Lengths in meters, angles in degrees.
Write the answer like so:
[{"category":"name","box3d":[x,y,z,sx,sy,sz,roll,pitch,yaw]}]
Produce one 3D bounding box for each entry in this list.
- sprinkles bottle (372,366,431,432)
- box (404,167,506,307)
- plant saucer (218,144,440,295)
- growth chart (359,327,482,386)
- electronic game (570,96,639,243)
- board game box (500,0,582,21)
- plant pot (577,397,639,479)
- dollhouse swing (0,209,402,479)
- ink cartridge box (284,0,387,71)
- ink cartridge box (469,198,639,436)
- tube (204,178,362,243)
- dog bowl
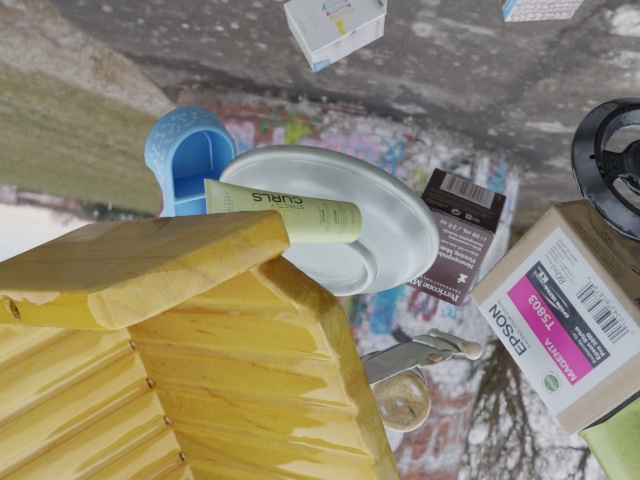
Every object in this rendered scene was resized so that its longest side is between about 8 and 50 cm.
[{"category":"sprinkles bottle","box3d":[0.172,0.327,1.654,0.121,0.121,0.355,11,176,7]},{"category":"box","box3d":[0.267,-0.008,1.611,0.168,0.203,0.167,22,-143,8]},{"category":"plant saucer","box3d":[0.000,0.000,1.318,0.400,0.101,0.400,13,149,8]},{"category":"growth chart","box3d":[0.027,0.134,0.732,0.237,0.021,0.172,-23,180,0]},{"category":"electronic game","box3d":[0.453,-0.097,1.057,0.229,0.229,0.048,10,155,-6]},{"category":"board game box","box3d":[0.415,-0.597,1.426,0.141,0.291,0.232,-6,162,-11]},{"category":"plant pot","box3d":[0.533,0.327,1.150,0.275,0.254,0.276,-12,151,-7]},{"category":"dollhouse swing","box3d":[-0.159,0.202,0.519,0.315,0.347,0.305,-2,-157,42]},{"category":"ink cartridge box","box3d":[0.030,-0.340,1.172,0.143,0.090,0.092,-29,174,-1]},{"category":"ink cartridge box","box3d":[0.327,0.097,0.975,0.088,0.193,0.235,-8,-125,-40]},{"category":"tube","box3d":[-0.050,-0.029,1.050,0.240,0.062,0.070,3,-145,-37]},{"category":"dog bowl","box3d":[-0.228,-0.096,1.428,0.165,0.297,0.074,-16,-148,-29]}]
